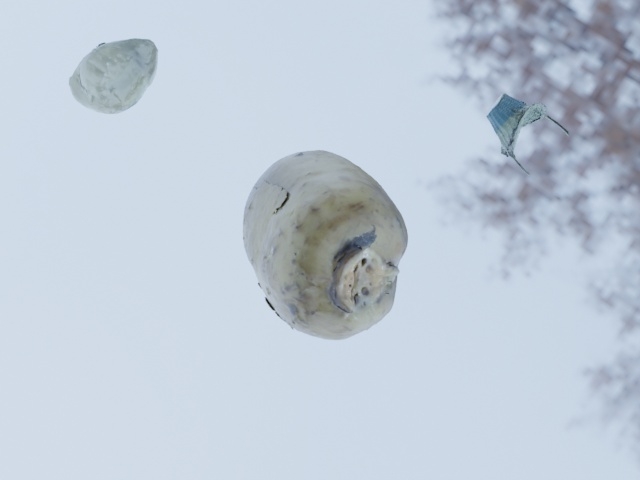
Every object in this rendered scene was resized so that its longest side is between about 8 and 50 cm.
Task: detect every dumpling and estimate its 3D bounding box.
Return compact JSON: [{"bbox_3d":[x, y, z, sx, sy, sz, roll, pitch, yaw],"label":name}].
[{"bbox_3d":[-0.167,-0.133,1.514,0.077,0.059,0.043,-16,-17,-7],"label":"dumpling"}]

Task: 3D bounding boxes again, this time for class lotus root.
[{"bbox_3d":[0.000,0.000,1.787,0.146,0.284,0.160,28,-84,-24],"label":"lotus root"}]

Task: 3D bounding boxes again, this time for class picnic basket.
[{"bbox_3d":[0.212,-0.115,1.947,0.065,0.083,0.083,-48,-2,-16],"label":"picnic basket"}]
